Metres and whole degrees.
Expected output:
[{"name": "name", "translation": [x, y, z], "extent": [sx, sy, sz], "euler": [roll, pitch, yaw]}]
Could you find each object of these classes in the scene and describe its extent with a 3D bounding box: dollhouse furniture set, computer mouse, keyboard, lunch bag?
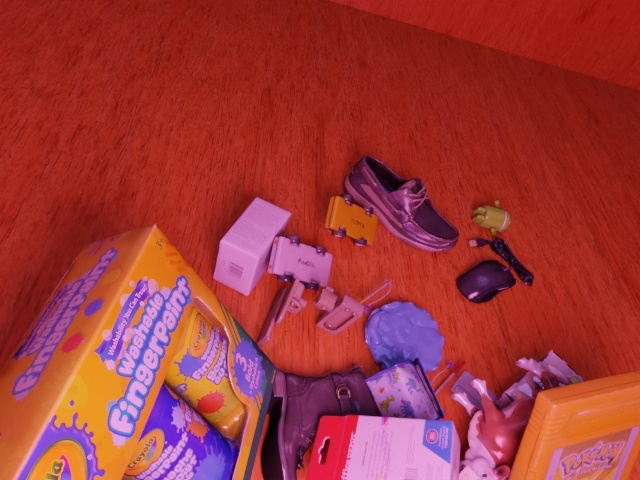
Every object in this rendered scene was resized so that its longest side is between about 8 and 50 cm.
[{"name": "dollhouse furniture set", "translation": [-0.021, 0.174, 1.104], "extent": [0.151, 0.144, 0.123], "euler": [32, 48, -11]}, {"name": "computer mouse", "translation": [0.448, 0.061, 1.440], "extent": [0.262, 0.060, 0.184], "euler": [-12, 55, -31]}, {"name": "keyboard", "translation": [0.394, 0.383, 1.147], "extent": [0.256, 0.014, 0.072], "euler": [41, 42, 17]}, {"name": "lunch bag", "translation": [0.176, 0.305, 1.058], "extent": [0.151, 0.096, 0.129], "euler": [12, 51, -58]}]

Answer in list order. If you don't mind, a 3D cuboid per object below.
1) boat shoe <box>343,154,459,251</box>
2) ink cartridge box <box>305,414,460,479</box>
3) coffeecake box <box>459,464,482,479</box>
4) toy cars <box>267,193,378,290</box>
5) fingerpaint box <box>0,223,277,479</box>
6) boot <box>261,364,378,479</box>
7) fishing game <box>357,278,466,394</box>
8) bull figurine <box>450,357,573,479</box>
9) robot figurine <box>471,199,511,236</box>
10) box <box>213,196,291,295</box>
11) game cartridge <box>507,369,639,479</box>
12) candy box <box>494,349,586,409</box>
[{"name": "boat shoe", "translation": [0.222, -0.102, 1.454], "extent": [0.355, 0.130, 0.132], "euler": [34, 45, 12]}, {"name": "ink cartridge box", "translation": [0.103, 0.366, 0.881], "extent": [0.231, 0.078, 0.134], "euler": [-4, 44, 24]}, {"name": "coffeecake box", "translation": [0.264, 0.491, 0.894], "extent": [0.068, 0.142, 0.185], "euler": [-26, 62, -39]}, {"name": "toy cars", "translation": [0.000, 0.000, 1.273], "extent": [0.087, 0.176, 0.393], "euler": [5, 30, 39]}, {"name": "fingerpaint box", "translation": [-0.250, 0.266, 0.738], "extent": [0.163, 0.371, 0.445], "euler": [-14, 38, 24]}, {"name": "boot", "translation": [0.012, 0.343, 0.981], "extent": [0.229, 0.091, 0.263], "euler": [11, 52, -23]}, {"name": "fishing game", "translation": [0.184, 0.223, 1.197], "extent": [0.264, 0.041, 0.189], "euler": [45, 56, 14]}, {"name": "bull figurine", "translation": [0.366, 0.344, 1.025], "extent": [0.310, 0.101, 0.188], "euler": [-18, 60, -15]}, {"name": "robot figurine", "translation": [0.504, -0.064, 1.576], "extent": [0.115, 0.067, 0.101], "euler": [15, 72, -8]}, {"name": "box", "translation": [-0.151, 0.011, 1.197], "extent": [0.091, 0.130, 0.170], "euler": [26, 43, 5]}, {"name": "game cartridge", "translation": [0.460, 0.388, 0.954], "extent": [0.285, 0.324, 0.053], "euler": [-3, 25, -24]}, {"name": "candy box", "translation": [0.496, 0.356, 1.125], "extent": [0.165, 0.070, 0.196], "euler": [-31, 63, -23]}]
